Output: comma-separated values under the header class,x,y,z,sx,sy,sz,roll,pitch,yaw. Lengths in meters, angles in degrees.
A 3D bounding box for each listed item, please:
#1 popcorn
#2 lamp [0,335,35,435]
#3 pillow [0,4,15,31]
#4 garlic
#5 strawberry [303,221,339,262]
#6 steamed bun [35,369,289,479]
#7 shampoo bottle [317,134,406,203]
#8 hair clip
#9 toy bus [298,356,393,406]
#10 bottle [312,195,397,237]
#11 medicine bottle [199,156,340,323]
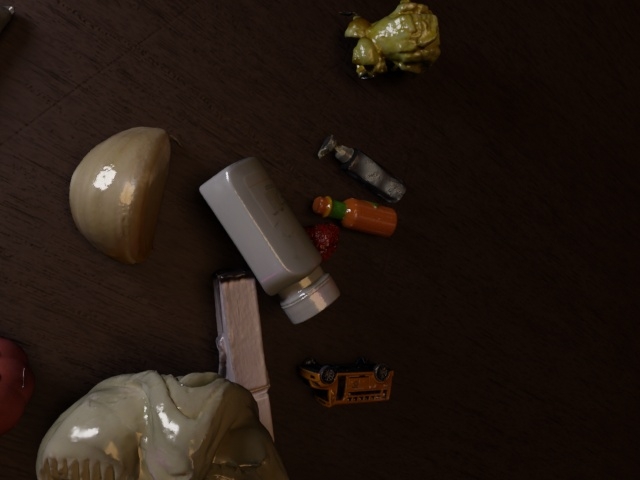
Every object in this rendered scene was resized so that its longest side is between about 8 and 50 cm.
class,x,y,z,sx,sy,sz,roll,pitch,yaw
popcorn,0.154,-0.422,1.076,0.195,0.168,0.174,-12,110,10
lamp,-0.505,0.214,0.708,0.182,0.140,0.182,17,39,-14
pillow,-0.578,-0.279,0.726,0.169,0.059,0.255,26,78,-23
garlic,-0.317,-0.088,0.838,0.164,0.145,0.245,30,71,-58
strawberry,0.000,0.000,1.024,0.096,0.083,0.083,-46,109,-28
steamed bun,-0.226,0.333,0.790,0.247,0.352,0.339,-71,150,-55
shampoo bottle,0.090,-0.152,1.082,0.207,0.057,0.063,31,83,-22
hair clip,-0.148,0.217,0.931,0.085,0.101,0.331,-6,94,-32
toy bus,0.051,0.291,1.039,0.194,0.083,0.088,6,87,-29
bottle,0.071,-0.055,1.064,0.187,0.069,0.069,12,84,-29
medicine bottle,-0.085,0.000,0.913,0.296,0.111,0.161,56,22,-5
